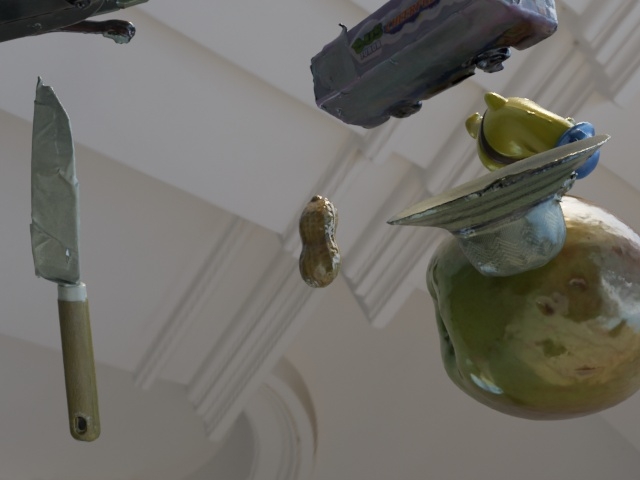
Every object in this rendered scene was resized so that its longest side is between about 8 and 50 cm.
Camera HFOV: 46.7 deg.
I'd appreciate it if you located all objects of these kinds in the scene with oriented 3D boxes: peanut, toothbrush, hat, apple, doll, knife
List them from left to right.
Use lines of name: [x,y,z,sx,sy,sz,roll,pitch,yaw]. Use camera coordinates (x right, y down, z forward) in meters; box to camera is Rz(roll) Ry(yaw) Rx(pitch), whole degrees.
toothbrush: [-0.386,-0.255,0.860,0.041,0.363,0.041,7,90,-81]
knife: [-0.206,0.022,0.588,0.017,0.047,0.298,-38,130,-68]
peanut: [0.001,0.001,1.400,0.089,0.089,0.193,-26,-125,47]
hat: [0.204,-0.019,0.796,0.252,0.252,0.110,-18,-84,52]
doll: [0.376,-0.190,1.372,0.145,0.199,0.363,-44,-163,-6]
apple: [0.306,0.102,1.059,0.338,0.304,0.339,165,-90,-77]

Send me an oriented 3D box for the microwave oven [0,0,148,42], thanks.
microwave oven: [-0.247,-0.287,0.428,0.219,0.286,0.355,61,-23,16]

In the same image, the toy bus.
toy bus: [0.119,-0.237,0.897,0.317,0.138,0.113,-25,-113,47]
